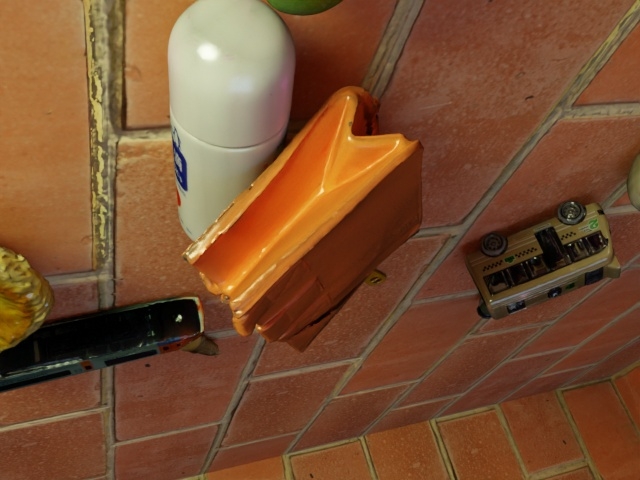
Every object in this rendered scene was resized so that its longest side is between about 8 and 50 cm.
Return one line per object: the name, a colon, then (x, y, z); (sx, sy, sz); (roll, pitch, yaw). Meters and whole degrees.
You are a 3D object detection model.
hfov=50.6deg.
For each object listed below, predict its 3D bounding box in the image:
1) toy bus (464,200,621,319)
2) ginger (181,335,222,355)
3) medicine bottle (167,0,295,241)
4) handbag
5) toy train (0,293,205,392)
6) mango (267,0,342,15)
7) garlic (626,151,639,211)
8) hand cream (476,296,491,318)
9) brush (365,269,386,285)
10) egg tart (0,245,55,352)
toy bus: (0.453, 0.044, 1.376); (0.289, 0.157, 0.139); (-23, 153, 9)
ginger: (-0.253, 0.214, 1.389); (0.057, 0.044, 0.137); (-38, 153, -1)
medicine bottle: (-0.101, -0.121, 0.761); (0.130, 0.130, 0.341); (-10, 153, -15)
handbag: (0.000, 0.000, 0.893); (0.303, 0.116, 0.410); (-45, 164, -5)
toy train: (-0.406, 0.182, 1.186); (0.409, 0.086, 0.089); (-12, 153, -13)
mango: (-0.008, -0.279, 0.544); (0.156, 0.114, 0.251); (-24, 152, -4)
garlic: (0.699, -0.133, 1.229); (0.279, 0.132, 0.325); (-15, 155, -7)
hand cream: (0.440, 0.099, 1.591); (0.091, 0.058, 0.271); (-9, 147, -24)
brush: (0.063, 0.049, 1.306); (0.103, 0.013, 0.272); (-28, 152, 18)
egg tart: (-0.504, 0.060, 0.859); (0.319, 0.128, 0.319); (-16, 153, -9)
